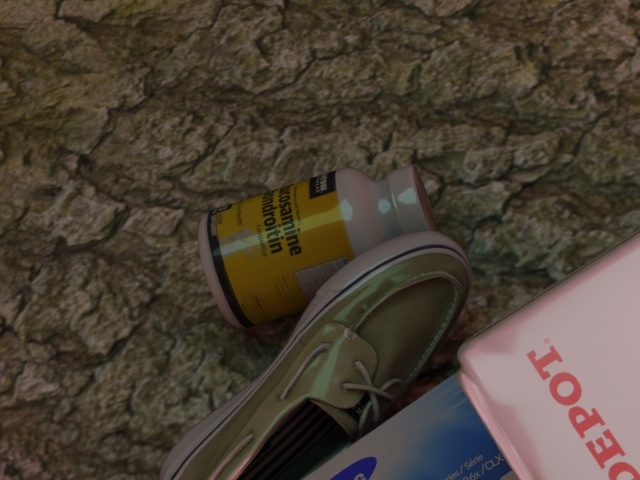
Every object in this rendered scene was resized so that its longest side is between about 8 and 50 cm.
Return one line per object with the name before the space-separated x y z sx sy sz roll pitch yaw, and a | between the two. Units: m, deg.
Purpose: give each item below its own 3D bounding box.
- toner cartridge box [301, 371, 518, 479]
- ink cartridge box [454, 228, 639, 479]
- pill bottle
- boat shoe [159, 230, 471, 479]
toner cartridge box | 0.118 0.177 1.213 0.348 0.075 0.165 -36 44 6
ink cartridge box | 0.313 0.093 1.016 0.384 0.160 0.279 -32 64 2
pill bottle | 0.000 0.000 1.438 0.184 0.103 0.103 -18 47 10
boat shoe | 0.010 0.119 1.323 0.302 0.109 0.094 -45 30 -4
